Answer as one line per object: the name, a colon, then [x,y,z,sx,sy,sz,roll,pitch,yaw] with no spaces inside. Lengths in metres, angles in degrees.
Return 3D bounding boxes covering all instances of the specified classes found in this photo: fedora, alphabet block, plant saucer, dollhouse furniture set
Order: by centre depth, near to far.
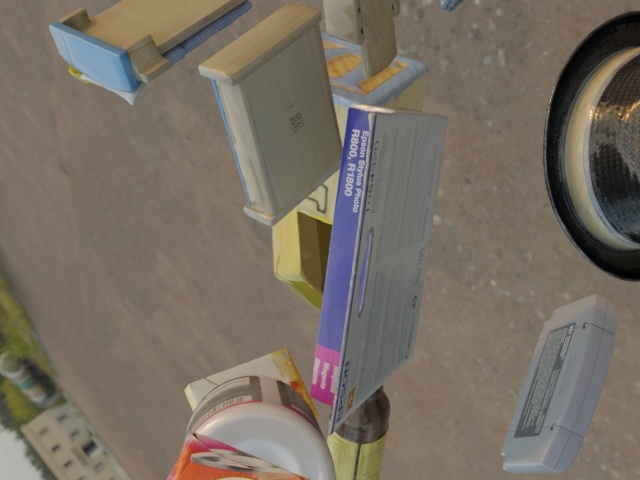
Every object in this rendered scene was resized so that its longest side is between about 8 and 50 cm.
fedora: [0.411,-0.114,0.976,0.334,0.334,0.152,58,155,-14]
dollhouse furniture set: [-0.106,-0.208,1.024,0.303,0.286,0.198,26,145,34]
alphabet block: [0.022,-0.161,1.239,0.193,0.192,0.197,24,127,24]
plant saucer: [0.000,0.000,1.572,0.333,0.081,0.333,45,-147,-51]

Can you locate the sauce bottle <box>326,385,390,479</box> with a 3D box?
sauce bottle: [0.070,0.331,1.544,0.111,0.111,0.344,38,135,36]

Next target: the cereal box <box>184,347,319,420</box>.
cereal box: [-0.142,0.343,1.807,0.173,0.240,0.047,63,149,15]

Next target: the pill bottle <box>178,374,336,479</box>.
pill bottle: [-0.075,0.240,0.974,0.161,0.161,0.283,54,176,-3]

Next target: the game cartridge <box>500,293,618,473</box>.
game cartridge: [0.394,0.239,1.418,0.062,0.297,0.198,27,161,-9]

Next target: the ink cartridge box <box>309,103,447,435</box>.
ink cartridge box: [0.059,0.012,0.978,0.071,0.330,0.324,11,100,20]

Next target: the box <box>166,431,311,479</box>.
box: [-0.043,0.242,0.551,0.122,0.128,0.257,18,148,13]

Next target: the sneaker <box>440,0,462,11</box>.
sneaker: [0.199,-0.383,1.273,0.052,0.135,0.058,27,135,0]
